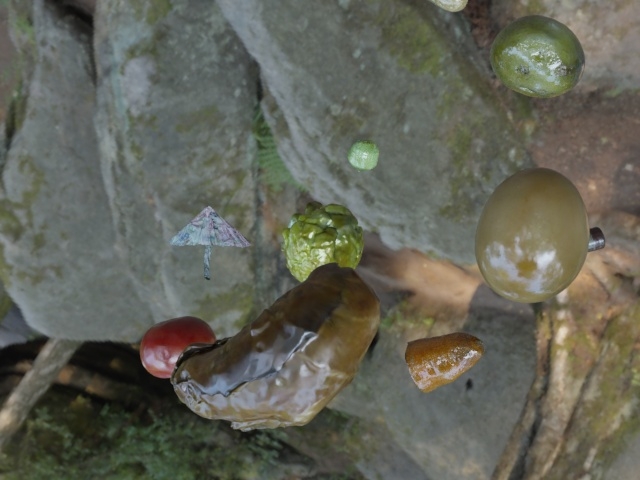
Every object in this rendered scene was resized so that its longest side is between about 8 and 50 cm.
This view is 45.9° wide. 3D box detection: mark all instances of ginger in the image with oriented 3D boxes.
[{"bbox_3d":[-0.058,0.164,1.025,0.165,0.321,0.172,44,-161,-58],"label":"ginger"}]

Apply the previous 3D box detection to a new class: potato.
[{"bbox_3d":[0.424,-0.358,1.486,0.174,0.159,0.251,50,-161,-2],"label":"potato"}]

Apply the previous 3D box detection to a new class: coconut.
[{"bbox_3d":[0.117,-0.231,2.072,0.087,0.088,0.096,27,121,12],"label":"coconut"}]

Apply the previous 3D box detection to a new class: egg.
[{"bbox_3d":[0.579,-0.014,2.066,0.301,0.374,0.301,14,-173,-2],"label":"egg"}]

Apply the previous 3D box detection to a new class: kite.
[{"bbox_3d":[-0.185,0.006,1.256,0.139,0.011,0.157,5,127,-7],"label":"kite"}]

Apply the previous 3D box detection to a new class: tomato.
[{"bbox_3d":[-0.354,0.262,1.884,0.195,0.195,0.136,-7,97,66],"label":"tomato"}]

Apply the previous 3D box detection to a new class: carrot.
[{"bbox_3d":[0.365,0.325,2.152,0.225,0.159,0.159,-30,126,32],"label":"carrot"}]

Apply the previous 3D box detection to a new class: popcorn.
[{"bbox_3d":[0.000,0.000,1.675,0.212,0.198,0.198,56,-178,36],"label":"popcorn"}]

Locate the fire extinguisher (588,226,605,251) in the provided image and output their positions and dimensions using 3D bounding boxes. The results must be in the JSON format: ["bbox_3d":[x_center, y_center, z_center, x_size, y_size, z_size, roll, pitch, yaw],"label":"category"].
[{"bbox_3d":[0.747,0.007,2.326,0.231,0.099,0.071,-13,156,1],"label":"fire extinguisher"}]

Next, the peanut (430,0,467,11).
[{"bbox_3d":[0.175,-0.374,1.114,0.113,0.054,0.054,46,176,33],"label":"peanut"}]
